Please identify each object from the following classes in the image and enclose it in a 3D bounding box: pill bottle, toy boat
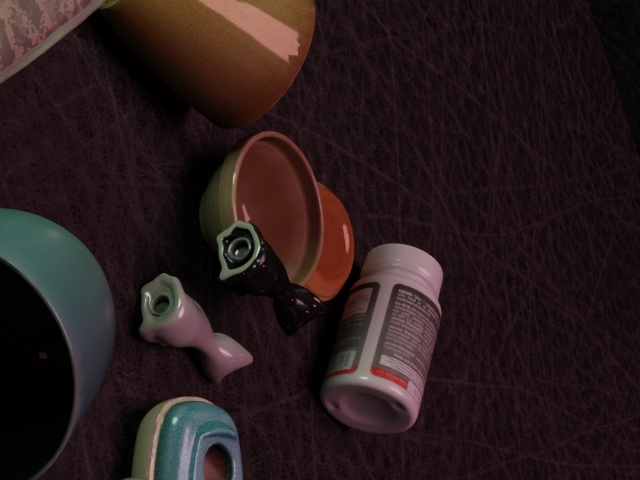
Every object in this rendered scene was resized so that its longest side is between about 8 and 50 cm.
[{"bbox_3d":[0.108,0.157,2.411,0.161,0.161,0.283,52,43,-39],"label":"pill bottle"},{"bbox_3d":[-0.193,0.335,1.900,0.318,0.148,0.267,9,76,-58],"label":"toy boat"}]

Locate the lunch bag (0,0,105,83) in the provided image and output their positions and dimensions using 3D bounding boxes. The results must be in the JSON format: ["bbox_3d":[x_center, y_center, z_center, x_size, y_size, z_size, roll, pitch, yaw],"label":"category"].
[{"bbox_3d":[-0.389,-0.330,1.718,0.287,0.169,0.235,-47,122,-46],"label":"lunch bag"}]

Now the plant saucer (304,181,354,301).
[{"bbox_3d":[0.000,0.000,2.391,0.200,0.037,0.200,19,68,-55],"label":"plant saucer"}]

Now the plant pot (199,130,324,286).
[{"bbox_3d":[-0.101,-0.035,2.167,0.237,0.110,0.237,21,65,-55],"label":"plant pot"}]

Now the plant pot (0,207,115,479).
[{"bbox_3d":[-0.353,0.097,1.584,0.235,0.293,0.293,-50,127,-68],"label":"plant pot"}]

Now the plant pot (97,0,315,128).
[{"bbox_3d":[-0.178,-0.311,2.026,0.254,0.237,0.237,27,60,-38],"label":"plant pot"}]

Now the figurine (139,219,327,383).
[{"bbox_3d":[-0.119,0.102,2.048,0.209,0.215,0.092,47,13,-46],"label":"figurine"}]
